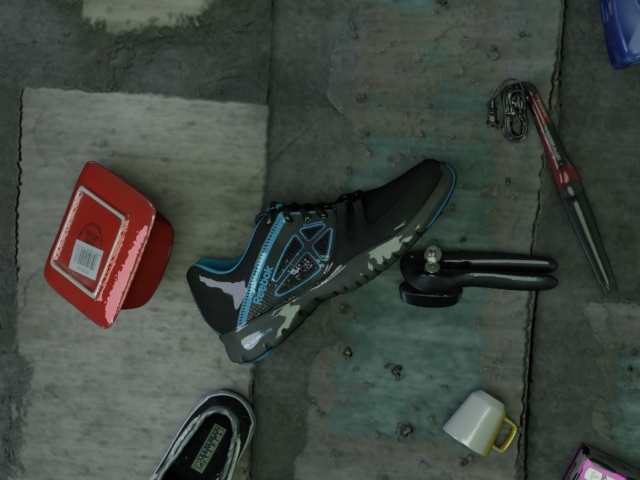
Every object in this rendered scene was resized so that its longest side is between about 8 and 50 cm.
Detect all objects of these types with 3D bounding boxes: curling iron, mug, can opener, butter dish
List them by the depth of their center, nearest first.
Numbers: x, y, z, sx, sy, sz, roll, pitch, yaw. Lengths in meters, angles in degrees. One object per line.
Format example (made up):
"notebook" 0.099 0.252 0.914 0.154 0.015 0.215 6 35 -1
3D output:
"curling iron" 0.272 -0.061 1.907 0.068 0.035 0.274 -29 94 13
"can opener" 0.182 0.035 1.926 0.186 0.073 0.059 -4 59 3
"butter dish" -0.226 0.011 1.931 0.160 0.118 0.160 32 103 43
"mug" 0.189 0.212 1.949 0.062 0.078 0.064 32 91 33

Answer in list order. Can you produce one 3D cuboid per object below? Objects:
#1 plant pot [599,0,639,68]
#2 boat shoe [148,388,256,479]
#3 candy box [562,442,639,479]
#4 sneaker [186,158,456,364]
"plant pot" 0.399 -0.315 1.764 0.236 0.236 0.212 -16 90 8
"boat shoe" -0.167 0.324 1.968 0.113 0.105 0.306 32 100 1
"candy box" 0.376 0.362 1.937 0.233 0.071 0.159 26 100 1
"sneaker" 0.000 0.000 1.897 0.341 0.125 0.140 -36 91 8
